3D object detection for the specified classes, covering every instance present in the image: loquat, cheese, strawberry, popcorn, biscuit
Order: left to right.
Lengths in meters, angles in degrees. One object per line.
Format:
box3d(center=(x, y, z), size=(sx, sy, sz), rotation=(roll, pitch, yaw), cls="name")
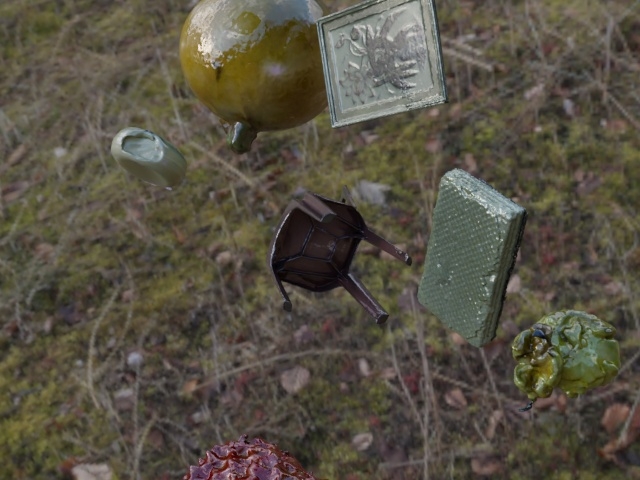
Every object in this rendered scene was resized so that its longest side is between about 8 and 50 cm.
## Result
box3d(center=(-0.304, -0.136, 1.645), size=(0.137, 0.227, 0.064), rotation=(24, 78, 7), cls="cheese")
box3d(center=(-0.120, -0.340, 1.768), size=(0.328, 0.328, 0.360), rotation=(10, 78, 28), cls="loquat")
box3d(center=(-0.060, 0.357, 1.078), size=(0.234, 0.234, 0.178), rotation=(-37, 12, -31), cls="strawberry")
box3d(center=(0.179, 0.023, 1.097), size=(0.040, 0.199, 0.121), rotation=(-17, 40, -31), cls="biscuit")
box3d(center=(0.442, 0.213, 1.624), size=(0.168, 0.174, 0.195), rotation=(40, 40, 23), cls="popcorn")

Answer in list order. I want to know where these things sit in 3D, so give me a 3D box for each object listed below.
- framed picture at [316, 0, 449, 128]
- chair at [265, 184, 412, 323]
box3d(center=(0.083, -0.261, 1.294), size=(0.010, 0.173, 0.231), rotation=(-11, 2, -42), cls="framed picture")
box3d(center=(0.000, 0.000, 1.517), size=(0.183, 0.176, 0.326), rotation=(19, 12, -25), cls="chair")
